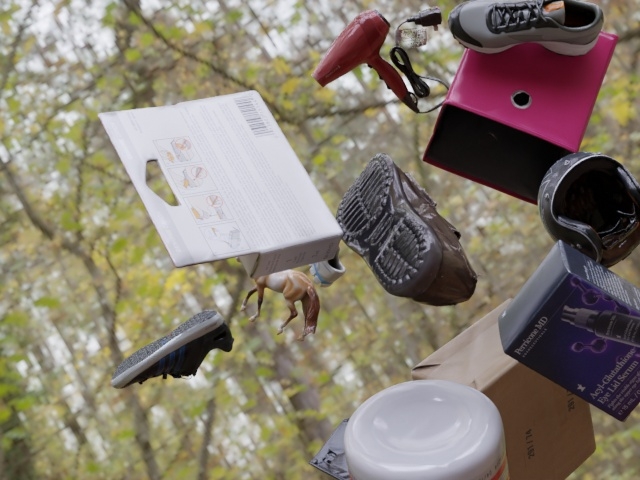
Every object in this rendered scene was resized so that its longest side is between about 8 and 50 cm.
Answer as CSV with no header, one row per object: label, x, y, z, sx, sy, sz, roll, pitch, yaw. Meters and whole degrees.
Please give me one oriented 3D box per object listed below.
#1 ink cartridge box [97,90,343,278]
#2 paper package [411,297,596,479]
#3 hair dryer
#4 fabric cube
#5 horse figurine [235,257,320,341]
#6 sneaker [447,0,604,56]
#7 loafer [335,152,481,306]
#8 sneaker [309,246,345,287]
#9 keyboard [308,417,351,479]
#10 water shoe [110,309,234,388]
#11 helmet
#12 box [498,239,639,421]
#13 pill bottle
ink cartridge box,-0.147,-0.077,1.631,0.261,0.296,0.066,-12,-34,-29
paper package,0.354,0.324,2.172,0.309,0.325,0.168,-32,28,-32
hair dryer,0.125,-0.362,2.365,0.293,0.224,0.080,-6,12,-7
fabric cube,0.364,-0.258,2.126,0.259,0.254,0.258,103,-169,-69
horse figurine,-0.088,0.113,2.521,0.066,0.263,0.174,-1,-69,-55
sneaker,0.353,-0.380,1.968,0.271,0.100,0.108,0,-16,-5
loafer,0.122,-0.002,1.646,0.134,0.130,0.366,-52,26,17
sneaker,0.000,0.000,2.434,0.071,0.191,0.083,-27,-1,-43
keyboard,0.117,0.435,1.953,0.201,0.317,0.033,-48,-36,-29
water shoe,-0.229,0.190,1.799,0.203,0.080,0.073,-32,15,-1
helmet,0.413,-0.053,1.759,0.169,0.161,0.169,-32,-28,-19
box,0.372,0.124,1.585,0.153,0.207,0.108,-57,10,23
pill bottle,0.175,0.429,1.701,0.229,0.408,0.229,-9,27,5
